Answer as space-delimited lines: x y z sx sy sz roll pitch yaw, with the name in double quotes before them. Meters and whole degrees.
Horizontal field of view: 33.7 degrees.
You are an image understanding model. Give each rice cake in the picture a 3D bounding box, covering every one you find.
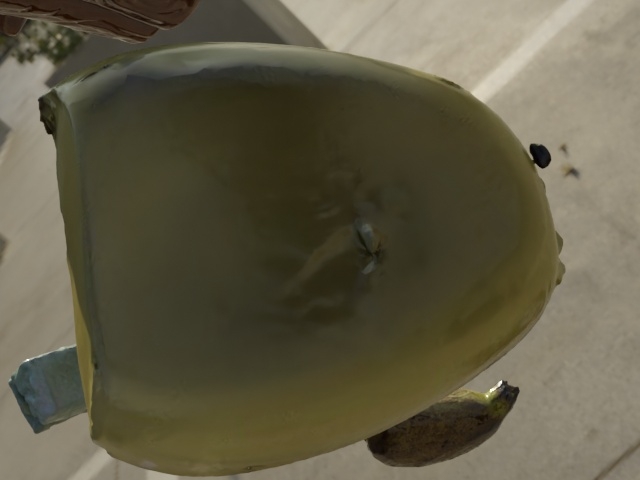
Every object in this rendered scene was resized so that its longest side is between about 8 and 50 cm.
"rice cake" -0.148 0.103 1.064 0.336 0.066 0.063 -18 -11 -41

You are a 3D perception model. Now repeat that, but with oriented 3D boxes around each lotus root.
"lotus root" 0.138 0.210 1.226 0.190 0.108 0.094 -10 63 19

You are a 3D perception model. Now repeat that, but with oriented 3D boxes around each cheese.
"cheese" 0.000 0.000 0.637 0.128 0.315 0.260 150 114 -73

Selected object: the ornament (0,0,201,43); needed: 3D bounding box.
"ornament" -0.191 -0.256 0.780 0.221 0.217 0.235 10 92 34
